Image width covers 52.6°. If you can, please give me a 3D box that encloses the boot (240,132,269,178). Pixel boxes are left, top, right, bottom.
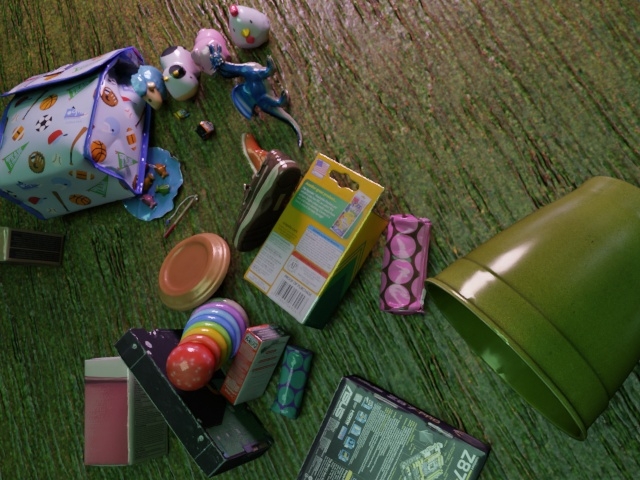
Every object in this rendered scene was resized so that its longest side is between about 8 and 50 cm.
[{"bbox_3d":[-0.128,-0.188,1.499,0.085,0.059,0.157,-26,83,11],"label":"boot"}]

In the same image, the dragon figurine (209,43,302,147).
[{"bbox_3d":[-0.151,-0.330,1.492,0.144,0.085,0.289,-24,104,9],"label":"dragon figurine"}]

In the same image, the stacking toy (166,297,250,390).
[{"bbox_3d":[-0.235,0.212,1.316,0.141,0.330,0.141,0,96,2],"label":"stacking toy"}]

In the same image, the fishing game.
[{"bbox_3d":[-0.424,-0.142,1.603,0.264,0.041,0.189,44,100,20],"label":"fishing game"}]

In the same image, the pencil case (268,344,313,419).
[{"bbox_3d":[-0.062,0.303,1.393,0.065,0.070,0.151,15,85,-12],"label":"pencil case"}]

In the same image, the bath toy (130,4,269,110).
[{"bbox_3d":[-0.283,-0.446,1.552,0.348,0.129,0.151,-28,73,13],"label":"bath toy"}]

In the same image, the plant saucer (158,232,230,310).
[{"bbox_3d":[-0.298,0.064,1.484,0.200,0.037,0.199,-18,50,23],"label":"plant saucer"}]

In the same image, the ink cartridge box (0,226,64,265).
[{"bbox_3d":[-0.806,0.015,1.630,0.235,0.193,0.088,0,84,20],"label":"ink cartridge box"}]

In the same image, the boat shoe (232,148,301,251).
[{"bbox_3d":[-0.132,-0.091,1.445,0.095,0.095,0.257,52,122,29],"label":"boat shoe"}]

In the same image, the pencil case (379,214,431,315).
[{"bbox_3d":[0.180,0.049,1.334,0.098,0.095,0.209,-3,80,50],"label":"pencil case"}]

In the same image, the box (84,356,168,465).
[{"bbox_3d":[-0.439,0.380,1.469,0.127,0.149,0.232,-7,79,19],"label":"box"}]

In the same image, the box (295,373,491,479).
[{"bbox_3d":[0.109,0.513,1.286,0.318,0.097,0.394,24,90,23],"label":"box"}]

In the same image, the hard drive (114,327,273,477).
[{"bbox_3d":[-0.262,0.329,1.369,0.064,0.237,0.339,-46,71,8],"label":"hard drive"}]

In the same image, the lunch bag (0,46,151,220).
[{"bbox_3d":[-0.604,-0.286,1.586,0.328,0.239,0.385,-9,61,21],"label":"lunch bag"}]

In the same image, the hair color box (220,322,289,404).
[{"bbox_3d":[-0.141,0.263,1.386,0.053,0.093,0.167,37,112,30],"label":"hair color box"}]

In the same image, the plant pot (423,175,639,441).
[{"bbox_3d":[0.434,0.086,1.128,0.353,0.366,0.366,-43,70,-4],"label":"plant pot"}]

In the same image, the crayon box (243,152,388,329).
[{"bbox_3d":[0.000,0.000,1.383,0.203,0.083,0.322,34,95,37],"label":"crayon box"}]

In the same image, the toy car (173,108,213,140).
[{"bbox_3d":[-0.304,-0.295,1.577,0.122,0.060,0.040,43,65,13],"label":"toy car"}]
